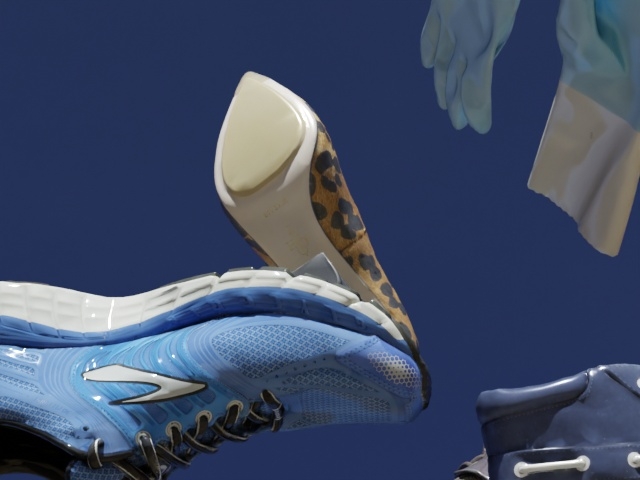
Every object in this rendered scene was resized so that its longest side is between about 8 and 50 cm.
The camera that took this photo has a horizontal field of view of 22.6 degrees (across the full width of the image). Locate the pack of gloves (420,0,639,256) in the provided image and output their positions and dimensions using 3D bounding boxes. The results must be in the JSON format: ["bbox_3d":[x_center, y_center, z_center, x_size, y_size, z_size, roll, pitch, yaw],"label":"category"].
[{"bbox_3d":[0.120,-0.127,0.947,0.046,0.195,0.232,-22,-42,-31],"label":"pack of gloves"}]

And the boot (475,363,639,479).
[{"bbox_3d":[0.168,0.092,0.727,0.190,0.069,0.086,-10,-104,-4],"label":"boot"}]

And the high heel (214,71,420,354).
[{"bbox_3d":[0.000,0.000,1.245,0.093,0.261,0.186,-27,-40,9],"label":"high heel"}]

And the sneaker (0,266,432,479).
[{"bbox_3d":[-0.096,0.109,0.979,0.330,0.147,0.130,-4,-35,6],"label":"sneaker"}]

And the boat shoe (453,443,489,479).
[{"bbox_3d":[0.134,0.203,1.199,0.092,0.285,0.103,15,-60,-4],"label":"boat shoe"}]
